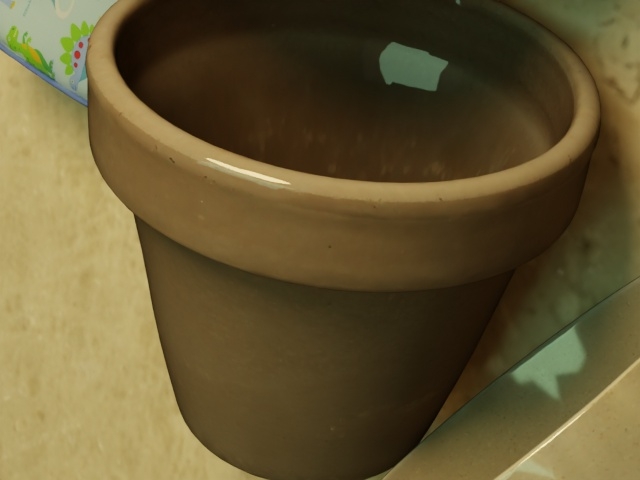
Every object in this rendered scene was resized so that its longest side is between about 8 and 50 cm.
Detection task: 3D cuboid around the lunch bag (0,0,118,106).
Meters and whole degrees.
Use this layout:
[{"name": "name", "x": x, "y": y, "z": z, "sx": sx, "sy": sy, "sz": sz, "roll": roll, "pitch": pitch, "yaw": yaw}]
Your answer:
[{"name": "lunch bag", "x": -0.131, "y": -0.205, "z": 0.925, "sx": 0.176, "sy": 0.090, "sz": 0.219, "roll": 32, "pitch": 112, "yaw": 29}]

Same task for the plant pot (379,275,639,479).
[{"name": "plant pot", "x": 0.178, "y": 0.180, "z": 0.661, "sx": 0.256, "sy": 0.256, "sz": 0.274, "roll": -41, "pitch": 88, "yaw": 32}]

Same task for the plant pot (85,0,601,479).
[{"name": "plant pot", "x": 0.000, "y": 0.000, "z": 0.774, "sx": 0.263, "sy": 0.263, "sz": 0.229, "roll": 32, "pitch": 130, "yaw": 30}]
